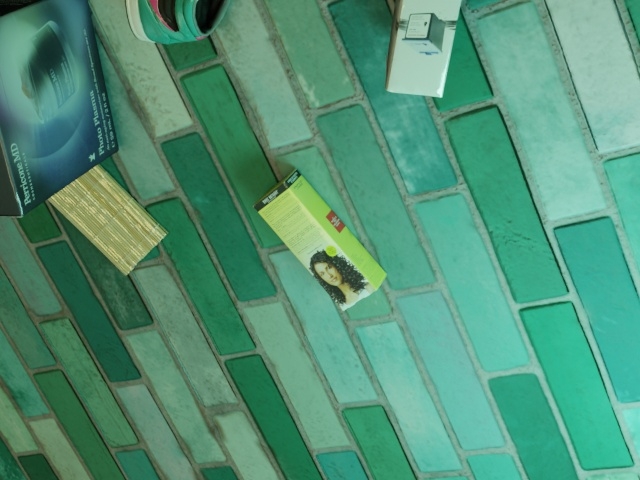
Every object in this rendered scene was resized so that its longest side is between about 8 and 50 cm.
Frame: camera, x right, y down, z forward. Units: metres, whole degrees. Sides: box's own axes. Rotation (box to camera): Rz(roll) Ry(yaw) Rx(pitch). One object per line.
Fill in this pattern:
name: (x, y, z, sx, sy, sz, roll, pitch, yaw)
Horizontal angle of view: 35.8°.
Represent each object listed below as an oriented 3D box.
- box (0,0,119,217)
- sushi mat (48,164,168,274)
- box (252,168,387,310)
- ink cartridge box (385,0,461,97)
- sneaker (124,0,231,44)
box: (-0.488, -0.226, 1.566, 0.182, 0.294, 0.296, 3, 117, 22)
sushi mat: (-0.429, -0.083, 1.806, 0.316, 0.019, 0.151, 45, 128, -4)
box: (0.000, 0.000, 1.619, 0.232, 0.058, 0.087, 49, 127, -6)
ink cartridge box: (0.138, -0.306, 1.313, 0.082, 0.140, 0.191, 6, 124, 1)
sneaker: (-0.204, -0.414, 1.432, 0.178, 0.124, 0.295, 14, 131, 24)
